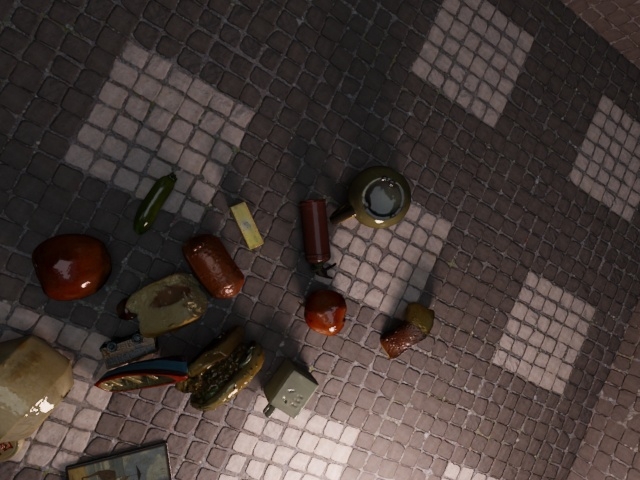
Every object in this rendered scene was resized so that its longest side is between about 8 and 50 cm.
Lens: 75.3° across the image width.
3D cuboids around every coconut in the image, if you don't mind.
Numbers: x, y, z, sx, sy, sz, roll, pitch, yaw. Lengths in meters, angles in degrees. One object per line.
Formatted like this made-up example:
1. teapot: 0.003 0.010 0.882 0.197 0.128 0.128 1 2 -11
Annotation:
1. coconut: -0.966 0.454 1.294 0.324 0.323 0.322 -1 93 -17

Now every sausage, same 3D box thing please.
1. sausage: -0.391 0.097 1.521 0.141 0.153 0.267 -37 104 -21

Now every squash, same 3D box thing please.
1. squash: -0.599 -0.138 1.490 0.069 0.069 0.257 30 84 -16

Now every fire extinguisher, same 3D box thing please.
1. fire extinguisher: 0.000 0.000 1.673 0.148 0.107 0.336 -10 97 -39

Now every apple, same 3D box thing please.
1. apple: -0.812 0.084 1.365 0.230 0.230 0.229 -1 93 -17

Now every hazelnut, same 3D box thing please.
1. hazelnut: -0.684 0.244 1.480 0.087 0.086 0.086 -1 93 -17

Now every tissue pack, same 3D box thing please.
1. tissue pack: -0.283 -0.058 1.578 0.062 0.095 0.175 -25 99 -14

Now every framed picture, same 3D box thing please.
1. framed picture: -0.728 0.907 1.527 0.348 0.016 0.264 -6 94 -18

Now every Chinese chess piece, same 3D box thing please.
1. Chinese chess piece: -1.066 0.679 1.391 0.122 0.051 0.121 -1 93 -17

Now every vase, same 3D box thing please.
1. vase: 0.183 -0.156 1.648 0.330 0.302 0.240 -28 101 4

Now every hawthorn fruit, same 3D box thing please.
1. hawthorn fruit: 0.005 0.280 1.649 0.201 0.179 0.178 14 88 -5

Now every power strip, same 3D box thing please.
1. power strip: -0.134 0.604 1.632 0.140 0.139 0.224 38 81 -16

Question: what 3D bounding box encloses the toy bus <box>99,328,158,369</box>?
1. toy bus: -0.672 0.383 1.479 0.182 0.091 0.103 -16 96 -16

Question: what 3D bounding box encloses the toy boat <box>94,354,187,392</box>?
1. toy boat: -0.597 0.456 1.406 0.393 0.079 0.136 -18 139 22

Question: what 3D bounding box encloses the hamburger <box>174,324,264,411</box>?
1. hamburger: -0.364 0.466 1.494 0.318 0.277 0.195 -39 95 -7

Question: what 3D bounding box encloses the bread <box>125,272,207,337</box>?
1. bread: -0.525 0.229 1.489 0.224 0.211 0.183 -27 85 12

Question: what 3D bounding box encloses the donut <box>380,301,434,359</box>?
1. donut: 0.378 0.384 1.784 0.112 0.151 0.295 42 81 -5
